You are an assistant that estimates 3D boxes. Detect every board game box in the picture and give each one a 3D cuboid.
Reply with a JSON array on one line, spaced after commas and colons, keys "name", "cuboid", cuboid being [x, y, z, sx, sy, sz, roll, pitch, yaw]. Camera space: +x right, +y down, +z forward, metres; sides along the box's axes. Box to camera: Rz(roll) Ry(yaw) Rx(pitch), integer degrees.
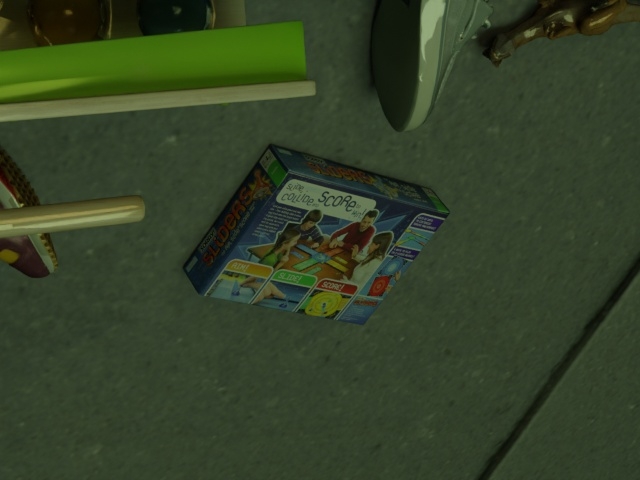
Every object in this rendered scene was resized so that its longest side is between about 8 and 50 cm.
[{"name": "board game box", "cuboid": [0.000, 0.000, 1.400, 0.201, 0.035, 0.136, 14, 121, -46]}]

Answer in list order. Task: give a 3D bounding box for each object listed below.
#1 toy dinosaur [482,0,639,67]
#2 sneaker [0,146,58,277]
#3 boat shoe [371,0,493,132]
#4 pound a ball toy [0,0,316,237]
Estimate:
[{"name": "toy dinosaur", "cuboid": [0.230, -0.189, 1.370, 0.212, 0.064, 0.112, -8, 154, -19]}, {"name": "sneaker", "cuboid": [-0.252, -0.027, 1.158, 0.084, 0.069, 0.185, -27, 137, 2]}, {"name": "boat shoe", "cuboid": [0.095, -0.179, 1.245, 0.081, 0.079, 0.227, -11, 134, -23]}, {"name": "pound a ball toy", "cuboid": [-0.166, -0.101, 1.051, 0.319, 0.136, 0.208, -9, 99, -31]}]
